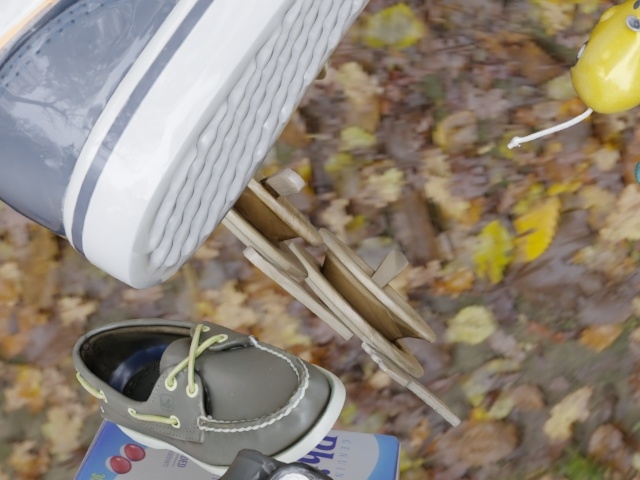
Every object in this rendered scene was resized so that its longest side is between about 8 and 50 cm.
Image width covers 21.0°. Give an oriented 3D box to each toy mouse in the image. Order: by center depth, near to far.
[{"bbox_3d":[0.193,-0.066,0.818,0.143,0.031,0.161,32,108,-8],"label":"toy mouse"}]

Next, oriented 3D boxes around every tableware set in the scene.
[{"bbox_3d":[0.000,0.000,0.766,0.039,0.194,0.128,-45,50,3],"label":"tableware set"}]

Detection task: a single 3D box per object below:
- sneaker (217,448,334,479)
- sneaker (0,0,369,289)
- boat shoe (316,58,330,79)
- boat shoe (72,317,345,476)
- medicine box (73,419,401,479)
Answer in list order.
[{"bbox_3d":[-0.129,0.239,1.021,0.447,0.169,0.257,16,68,-17],"label":"sneaker"},{"bbox_3d":[-0.019,-0.142,0.592,0.127,0.126,0.321,31,67,14],"label":"sneaker"},{"bbox_3d":[-0.012,-0.226,1.814,0.056,0.152,0.049,14,65,7],"label":"boat shoe"},{"bbox_3d":[-0.099,0.117,1.396,0.091,0.109,0.305,47,154,-27],"label":"boat shoe"},{"bbox_3d":[-0.080,0.281,1.583,0.289,0.263,0.149,4,108,4],"label":"medicine box"}]
